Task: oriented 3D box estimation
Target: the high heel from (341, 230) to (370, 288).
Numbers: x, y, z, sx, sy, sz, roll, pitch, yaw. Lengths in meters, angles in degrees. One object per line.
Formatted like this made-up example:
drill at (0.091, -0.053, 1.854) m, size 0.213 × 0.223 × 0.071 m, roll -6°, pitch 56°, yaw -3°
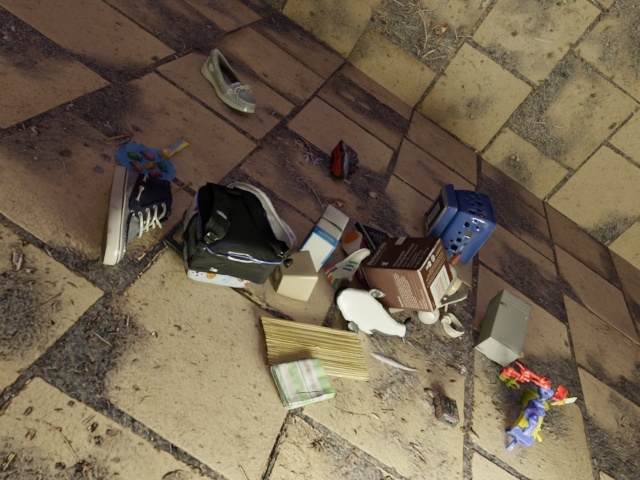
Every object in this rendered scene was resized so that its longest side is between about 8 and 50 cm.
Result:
high heel at (0.136, 0.061, 1.884) m, size 0.117 × 0.082 × 0.244 m, roll 63°, pitch 2°, yaw -30°

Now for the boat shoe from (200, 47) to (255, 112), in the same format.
boat shoe at (-0.360, -0.630, 2.223) m, size 0.118 × 0.103 × 0.320 m, roll -10°, pitch 55°, yaw -49°

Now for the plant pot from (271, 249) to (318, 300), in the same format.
plant pot at (-0.080, 0.100, 1.588) m, size 0.096 × 0.109 × 0.109 m, roll 2°, pitch 45°, yaw -24°

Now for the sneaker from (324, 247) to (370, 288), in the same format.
sneaker at (0.095, 0.089, 1.734) m, size 0.075 × 0.161 × 0.057 m, roll 59°, pitch -1°, yaw 19°

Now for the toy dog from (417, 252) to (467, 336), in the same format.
toy dog at (0.429, 0.151, 1.940) m, size 0.220 × 0.161 × 0.334 m, roll 24°, pitch 35°, yaw -19°

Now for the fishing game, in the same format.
fishing game at (-0.512, -0.234, 1.649) m, size 0.264 × 0.041 × 0.189 m, roll 41°, pitch 30°, yaw 7°

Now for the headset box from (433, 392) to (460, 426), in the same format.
headset box at (0.356, 0.483, 1.577) m, size 0.062 × 0.032 × 0.083 m, roll 26°, pitch 33°, yaw -16°

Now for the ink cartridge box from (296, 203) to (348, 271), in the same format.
ink cartridge box at (0.000, 0.000, 1.736) m, size 0.086 × 0.148 × 0.203 m, roll 34°, pitch 33°, yaw -3°

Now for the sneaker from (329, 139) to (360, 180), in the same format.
sneaker at (0.115, -0.318, 2.285) m, size 0.125 × 0.104 × 0.262 m, roll 29°, pitch 34°, yaw -16°

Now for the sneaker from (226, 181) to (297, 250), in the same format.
sneaker at (-0.192, -0.067, 1.678) m, size 0.281 × 0.105 × 0.115 m, roll 44°, pitch 33°, yaw 9°

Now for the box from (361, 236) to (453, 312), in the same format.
box at (0.272, 0.102, 1.732) m, size 0.168 × 0.203 × 0.167 m, roll -49°, pitch 127°, yaw -39°

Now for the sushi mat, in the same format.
sushi mat at (-0.014, 0.287, 1.484) m, size 0.316 × 0.019 × 0.151 m, roll 16°, pitch 39°, yaw -29°

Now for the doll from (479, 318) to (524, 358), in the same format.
doll at (0.666, 0.349, 2.020) m, size 0.129 × 0.046 × 0.189 m, roll -24°, pitch 66°, yaw -46°

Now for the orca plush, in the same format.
orca plush at (0.146, 0.205, 1.667) m, size 0.287 × 0.151 × 0.102 m, roll 15°, pitch 7°, yaw -25°

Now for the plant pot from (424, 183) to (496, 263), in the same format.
plant pot at (0.559, -0.080, 2.297) m, size 0.212 × 0.236 × 0.236 m, roll 22°, pitch 35°, yaw -10°

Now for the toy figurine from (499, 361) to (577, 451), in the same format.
toy figurine at (0.590, 0.521, 1.669) m, size 0.191 × 0.217 × 0.362 m, roll 30°, pitch -13°, yaw 16°

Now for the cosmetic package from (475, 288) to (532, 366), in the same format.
cosmetic package at (0.640, 0.302, 1.947) m, size 0.127 × 0.107 × 0.238 m, roll 31°, pitch 48°, yaw -1°

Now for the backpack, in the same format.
backpack at (-0.244, -0.016, 1.475) m, size 0.276 × 0.213 × 0.263 m, roll 18°, pitch 45°, yaw -37°

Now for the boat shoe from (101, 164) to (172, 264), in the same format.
boat shoe at (-0.453, -0.063, 1.404) m, size 0.158 × 0.127 × 0.341 m, roll 11°, pitch 40°, yaw -23°

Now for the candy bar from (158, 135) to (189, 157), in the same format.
candy bar at (-0.464, -0.298, 1.782) m, size 0.040 × 0.018 × 0.161 m, roll 35°, pitch 29°, yaw -4°

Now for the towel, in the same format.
towel at (-0.041, 0.344, 1.367) m, size 0.152 × 0.023 × 0.113 m, roll -1°, pitch 57°, yaw -41°

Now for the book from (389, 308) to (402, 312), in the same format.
book at (0.278, 0.175, 1.830) m, size 0.035 × 0.096 × 0.144 m, roll 66°, pitch 23°, yaw -22°

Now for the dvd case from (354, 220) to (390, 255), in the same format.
dvd case at (0.227, 0.043, 1.969) m, size 0.179 × 0.029 × 0.239 m, roll 16°, pitch 39°, yaw -48°
